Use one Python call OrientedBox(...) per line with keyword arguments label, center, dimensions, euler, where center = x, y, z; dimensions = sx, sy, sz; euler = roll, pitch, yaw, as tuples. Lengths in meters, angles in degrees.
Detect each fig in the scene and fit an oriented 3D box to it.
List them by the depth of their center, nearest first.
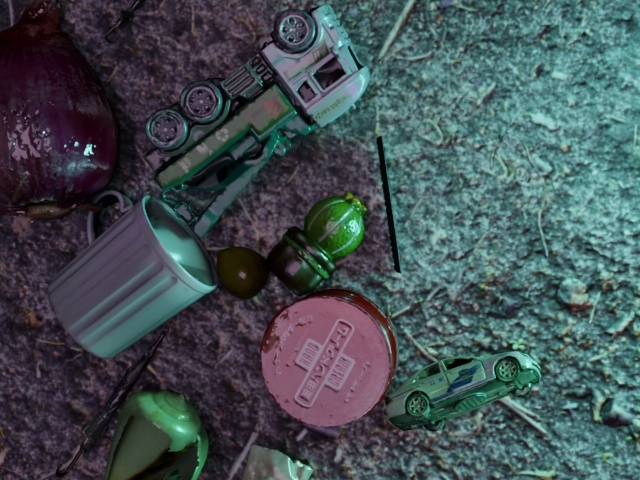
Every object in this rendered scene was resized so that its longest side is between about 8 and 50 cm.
OrientedBox(label="fig", center=(-0.118, 0.042, 1.945), dimensions=(0.088, 0.074, 0.074), euler=(42, 98, 28))

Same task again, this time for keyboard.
OrientedBox(label="keyboard", center=(0.099, -0.051, 1.909), dimensions=(0.010, 0.063, 0.198), euler=(-8, 91, -1))

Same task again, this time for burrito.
OrientedBox(label="burrito", center=(-0.105, 0.494, 1.954), dimensions=(0.117, 0.076, 0.392), euler=(17, 94, 7))

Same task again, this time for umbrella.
OrientedBox(label="umbrella", center=(-0.273, -0.354, 1.981), dimensions=(0.022, 0.022, 0.149), euler=(33, 99, -36))
OrientedBox(label="umbrella", center=(-0.312, 0.248, 2.007), dimensions=(0.044, 0.044, 0.269), euler=(36, 88, 32))

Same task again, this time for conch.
OrientedBox(label="conch", center=(-0.245, 0.334, 1.940), dimensions=(0.143, 0.137, 0.250), euler=(19, 95, 7))

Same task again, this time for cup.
OrientedBox(label="cup", center=(-0.279, 0.045, 1.947), dimensions=(0.202, 0.221, 0.167), euler=(-37, 120, 11))

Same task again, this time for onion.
OrientedBox(label="onion", center=(-0.440, -0.203, 1.924), dimensions=(0.267, 0.159, 0.348), euler=(-11, 83, 22))

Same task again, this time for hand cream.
OrientedBox(label="hand cream", center=(0.016, 0.164, 1.900), dimensions=(0.193, 0.125, 0.193), euler=(0, 91, 9))

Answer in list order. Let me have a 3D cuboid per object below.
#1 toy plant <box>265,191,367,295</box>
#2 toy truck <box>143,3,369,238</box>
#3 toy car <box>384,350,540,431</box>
OrientedBox(label="toy plant", center=(0.000, 0.000, 1.909), dimensions=(0.093, 0.093, 0.162), euler=(44, 91, 5))
OrientedBox(label="toy truck", center=(-0.097, -0.180, 1.892), dimensions=(0.363, 0.176, 0.178), euler=(-40, 95, 9))
OrientedBox(label="toy car", center=(0.200, 0.206, 1.890), dimensions=(0.224, 0.090, 0.076), euler=(-23, 61, 11))
